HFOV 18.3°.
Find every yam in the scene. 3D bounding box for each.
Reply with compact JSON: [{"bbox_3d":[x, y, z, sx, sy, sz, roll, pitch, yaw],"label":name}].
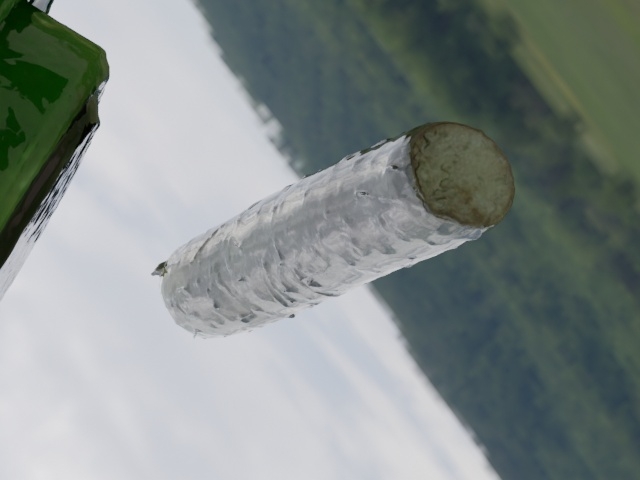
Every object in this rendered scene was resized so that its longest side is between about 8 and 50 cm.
[{"bbox_3d":[0.000,0.000,1.178,0.083,0.083,0.371,51,153,-9],"label":"yam"}]

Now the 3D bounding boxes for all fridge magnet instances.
[{"bbox_3d":[-0.150,-0.022,0.766,0.088,0.208,0.208,30,-167,-3],"label":"fridge magnet"}]
